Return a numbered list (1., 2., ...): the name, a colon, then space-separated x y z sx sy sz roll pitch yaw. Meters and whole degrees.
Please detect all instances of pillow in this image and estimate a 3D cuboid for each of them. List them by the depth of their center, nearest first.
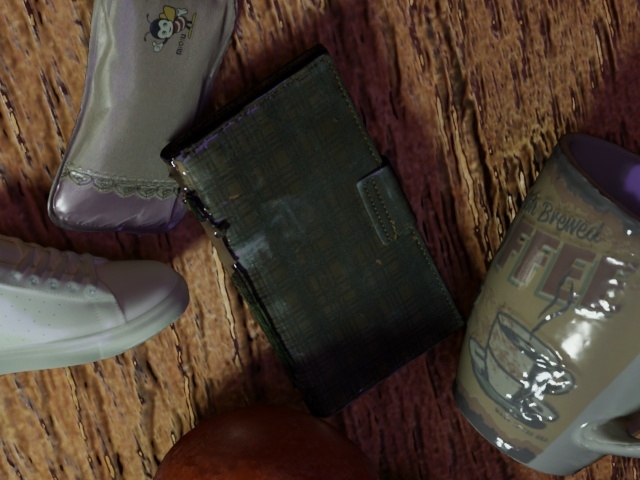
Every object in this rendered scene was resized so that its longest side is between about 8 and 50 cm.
1. pillow: -0.139 -0.110 1.451 0.131 0.038 0.232 7 109 -32

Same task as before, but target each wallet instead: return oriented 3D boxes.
1. wallet: 0.000 0.000 1.545 0.169 0.044 0.317 -36 125 -10

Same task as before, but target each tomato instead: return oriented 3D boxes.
1. tomato: -0.048 0.241 1.561 0.208 0.184 0.208 -13 122 -21

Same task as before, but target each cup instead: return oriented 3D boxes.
1. cup: 0.255 0.092 1.561 0.227 0.301 0.257 17 114 -32

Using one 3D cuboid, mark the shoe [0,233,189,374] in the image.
1. shoe: -0.238 0.041 1.449 0.265 0.095 0.110 -15 117 -12
